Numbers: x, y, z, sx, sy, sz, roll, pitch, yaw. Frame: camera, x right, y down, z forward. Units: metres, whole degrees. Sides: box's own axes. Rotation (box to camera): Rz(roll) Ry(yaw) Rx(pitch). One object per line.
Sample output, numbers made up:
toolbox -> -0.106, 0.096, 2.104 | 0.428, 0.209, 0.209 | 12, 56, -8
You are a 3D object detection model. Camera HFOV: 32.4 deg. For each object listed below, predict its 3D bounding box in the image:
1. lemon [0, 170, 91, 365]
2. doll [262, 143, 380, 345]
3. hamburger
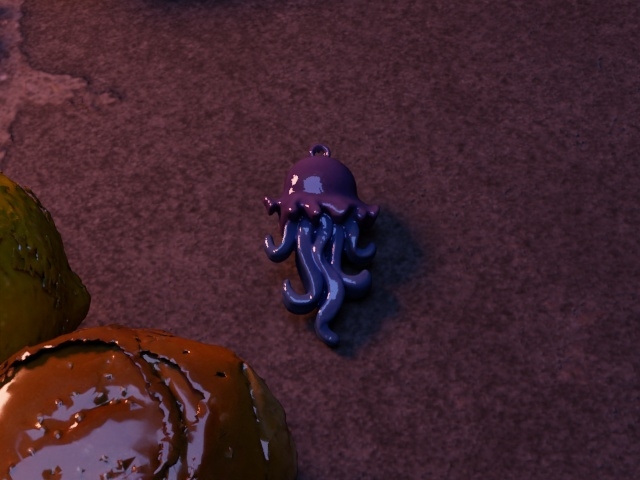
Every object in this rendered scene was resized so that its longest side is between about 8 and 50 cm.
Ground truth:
lemon -> -0.342, 0.056, 0.870 | 0.310, 0.258, 0.258 | -10, 52, -4
doll -> 0.000, 0.000, 1.014 | 0.110, 0.067, 0.205 | 5, 63, -10
hamburger -> -0.139, 0.196, 0.786 | 0.261, 0.211, 0.245 | -8, 58, -8
